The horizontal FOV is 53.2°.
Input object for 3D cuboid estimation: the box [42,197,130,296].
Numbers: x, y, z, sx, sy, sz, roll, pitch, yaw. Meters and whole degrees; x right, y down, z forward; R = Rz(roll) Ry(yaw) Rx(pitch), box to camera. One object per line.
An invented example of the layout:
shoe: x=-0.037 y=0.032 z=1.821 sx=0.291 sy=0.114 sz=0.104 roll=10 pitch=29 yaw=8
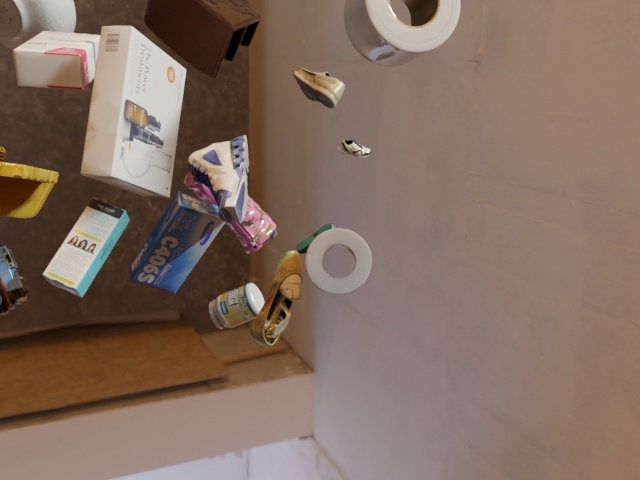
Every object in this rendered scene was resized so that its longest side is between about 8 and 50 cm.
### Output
box: x=-0.604 y=0.016 z=1.659 sx=0.060 sy=0.100 sz=0.244 roll=96 pitch=17 yaw=-64

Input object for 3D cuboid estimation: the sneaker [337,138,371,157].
sneaker: x=0.111 y=-0.291 z=2.018 sx=0.040 sy=0.109 sz=0.044 roll=-101 pitch=-155 yaw=-47

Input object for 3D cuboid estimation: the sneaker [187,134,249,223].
sneaker: x=-0.319 y=-0.188 z=1.970 sx=0.127 sy=0.182 sz=0.316 roll=83 pitch=5 yaw=-54

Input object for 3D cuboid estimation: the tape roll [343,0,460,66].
tape roll: x=0.197 y=-0.565 z=1.571 sx=0.169 sy=0.246 sz=0.246 roll=-166 pitch=-108 yaw=-75

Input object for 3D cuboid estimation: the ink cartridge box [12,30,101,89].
ink cartridge box: x=-0.708 y=-0.496 z=1.751 sx=0.237 sy=0.172 sz=0.100 roll=-97 pitch=-169 yaw=-60

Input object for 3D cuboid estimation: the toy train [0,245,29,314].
toy train: x=-0.870 y=0.107 z=1.743 sx=0.184 sy=0.105 sz=0.080 roll=69 pitch=-16 yaw=0

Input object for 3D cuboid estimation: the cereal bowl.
cereal bowl: x=-0.927 y=-0.713 z=1.933 sx=0.141 sy=0.339 sz=0.339 roll=-66 pitch=176 yaw=-48

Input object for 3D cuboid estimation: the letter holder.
letter holder: x=-0.372 y=-0.678 z=1.982 sx=0.302 sy=0.152 sz=0.214 roll=39 pitch=-47 yaw=6

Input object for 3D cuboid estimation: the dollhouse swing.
dollhouse swing: x=-0.737 y=-0.014 z=1.289 sx=0.347 sy=0.315 sz=0.305 roll=-167 pitch=-97 yaw=-84

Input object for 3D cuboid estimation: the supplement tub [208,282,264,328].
supplement tub: x=-0.343 y=0.273 z=2.635 sx=0.144 sy=0.199 sz=0.144 roll=-23 pitch=90 yaw=-79

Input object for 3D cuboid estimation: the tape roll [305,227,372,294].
tape roll: x=0.060 y=0.072 z=2.120 sx=0.072 sy=0.219 sz=0.219 roll=71 pitch=10 yaw=-81

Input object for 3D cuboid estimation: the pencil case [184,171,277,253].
pencil case: x=-0.328 y=-0.131 z=2.333 sx=0.386 sy=0.160 sz=0.167 roll=51 pitch=-22 yaw=-26

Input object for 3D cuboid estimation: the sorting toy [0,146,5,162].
sorting toy: x=-0.869 y=-0.247 z=1.677 sx=0.042 sy=0.102 sz=0.061 roll=-35 pitch=-131 yaw=19

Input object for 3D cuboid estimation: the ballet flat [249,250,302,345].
ballet flat: x=-0.130 y=0.208 z=2.194 sx=0.349 sy=0.123 sz=0.123 roll=-64 pitch=-148 yaw=9

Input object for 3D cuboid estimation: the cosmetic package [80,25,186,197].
cosmetic package: x=-0.478 y=-0.322 z=1.673 sx=0.284 sy=0.097 sz=0.377 roll=24 pitch=71 yaw=-75

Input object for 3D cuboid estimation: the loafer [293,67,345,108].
loafer: x=-0.001 y=-0.534 z=2.202 sx=0.268 sy=0.092 sz=0.102 roll=44 pitch=-9 yaw=45

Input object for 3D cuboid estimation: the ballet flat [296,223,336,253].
ballet flat: x=0.000 y=0.000 z=2.283 sx=0.203 sy=0.074 sz=0.074 roll=-31 pitch=-116 yaw=38

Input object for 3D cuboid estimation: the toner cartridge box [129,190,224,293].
toner cartridge box: x=-0.467 y=0.013 z=2.074 sx=0.348 sy=0.165 sz=0.075 roll=-51 pitch=-142 yaw=26
